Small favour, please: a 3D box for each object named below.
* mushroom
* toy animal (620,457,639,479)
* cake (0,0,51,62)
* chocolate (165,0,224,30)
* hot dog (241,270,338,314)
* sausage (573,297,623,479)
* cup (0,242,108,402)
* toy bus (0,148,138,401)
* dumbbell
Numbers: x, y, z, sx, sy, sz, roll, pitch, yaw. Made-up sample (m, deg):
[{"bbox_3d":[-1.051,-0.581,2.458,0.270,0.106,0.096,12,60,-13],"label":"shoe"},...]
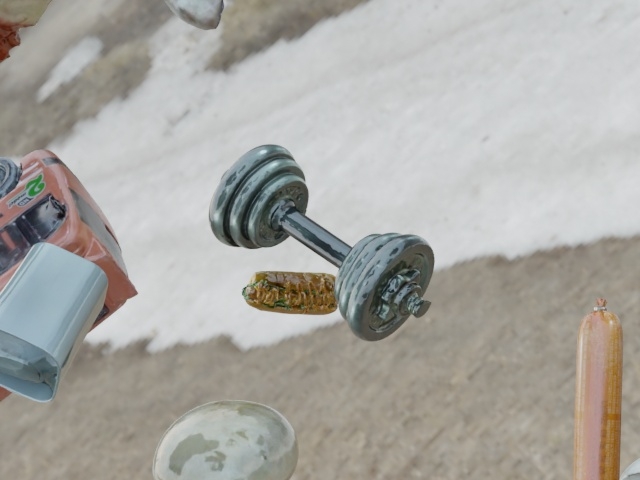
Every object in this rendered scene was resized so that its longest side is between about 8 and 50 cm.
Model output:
[{"bbox_3d":[-0.134,0.318,1.952,0.206,0.206,0.209,-109,29,-60],"label":"mushroom"},{"bbox_3d":[0.480,0.291,1.855,0.127,0.178,0.193,32,57,30],"label":"toy animal"},{"bbox_3d":[-0.504,-0.349,1.720,0.319,0.269,0.270,-35,61,27],"label":"cake"},{"bbox_3d":[-0.143,-0.409,1.684,0.185,0.100,0.303,-129,47,-59],"label":"chocolate"},{"bbox_3d":[-0.037,0.086,2.281,0.055,0.188,0.072,38,120,55],"label":"hot dog"},{"bbox_3d":[0.313,0.239,1.614,0.053,0.053,0.347,-4,81,50],"label":"sausage"},{"bbox_3d":[-0.280,0.091,1.416,0.128,0.095,0.129,111,-176,-50],"label":"cup"},{"bbox_3d":[-0.460,0.089,1.889,0.427,0.203,0.233,-38,51,-6],"label":"toy bus"},{"bbox_3d":[0.000,0.000,2.133,0.406,0.179,0.179,34,78,29],"label":"dumbbell"}]
